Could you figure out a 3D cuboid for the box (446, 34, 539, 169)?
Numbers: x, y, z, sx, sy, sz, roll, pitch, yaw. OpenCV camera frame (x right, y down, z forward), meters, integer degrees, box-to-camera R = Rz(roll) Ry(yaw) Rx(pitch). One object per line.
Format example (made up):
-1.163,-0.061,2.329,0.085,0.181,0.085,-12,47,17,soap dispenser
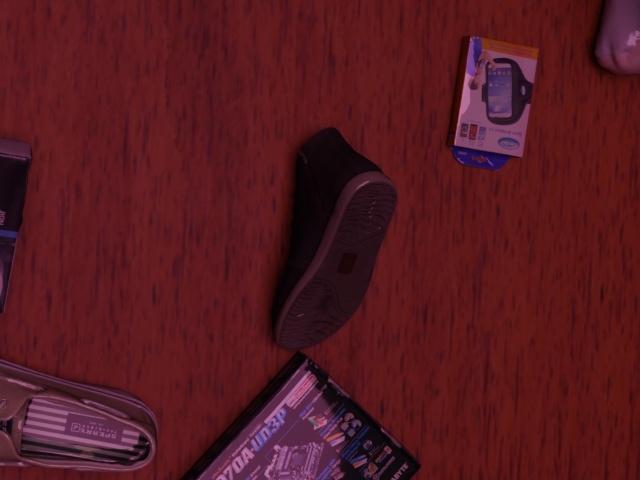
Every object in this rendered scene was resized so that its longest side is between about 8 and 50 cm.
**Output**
0.184,-0.146,1.571,0.081,0.028,0.136,8,88,-15,box

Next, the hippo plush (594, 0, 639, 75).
0.415,-0.303,1.518,0.234,0.236,0.294,-11,95,-14,hippo plush

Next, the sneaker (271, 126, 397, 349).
0.000,0.000,1.510,0.083,0.118,0.222,11,118,-34,sneaker

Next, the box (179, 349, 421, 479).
-0.030,0.254,1.515,0.175,0.051,0.220,44,81,-12,box

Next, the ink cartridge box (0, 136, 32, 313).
-0.448,-0.036,1.368,0.333,0.065,0.165,8,107,-14,ink cartridge box

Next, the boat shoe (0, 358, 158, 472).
-0.301,0.167,1.418,0.302,0.094,0.109,7,90,-15,boat shoe
